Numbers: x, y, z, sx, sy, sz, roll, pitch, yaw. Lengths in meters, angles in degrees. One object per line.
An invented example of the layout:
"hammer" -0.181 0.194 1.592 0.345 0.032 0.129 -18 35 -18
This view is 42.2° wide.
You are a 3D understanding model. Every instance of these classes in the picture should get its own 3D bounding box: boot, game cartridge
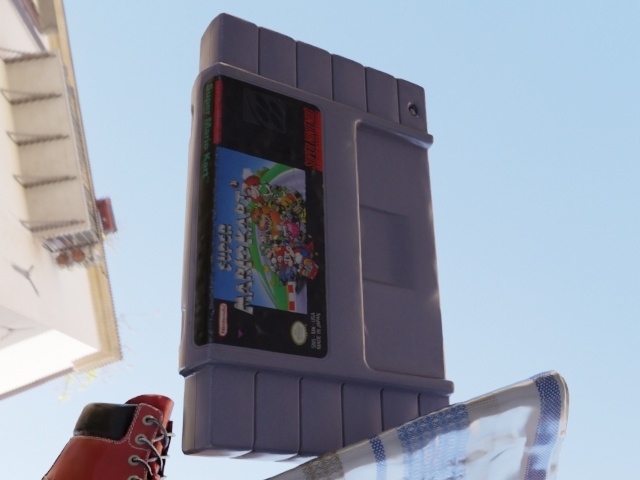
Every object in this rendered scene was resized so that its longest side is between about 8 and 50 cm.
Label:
"boot" -0.129 0.212 0.646 0.244 0.088 0.176 13 -120 33
"game cartridge" 0.000 0.000 0.675 0.230 0.068 0.355 15 -118 -35

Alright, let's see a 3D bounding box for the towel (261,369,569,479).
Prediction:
"towel" 0.055 0.210 0.623 0.285 0.209 0.034 -18 -136 -12
